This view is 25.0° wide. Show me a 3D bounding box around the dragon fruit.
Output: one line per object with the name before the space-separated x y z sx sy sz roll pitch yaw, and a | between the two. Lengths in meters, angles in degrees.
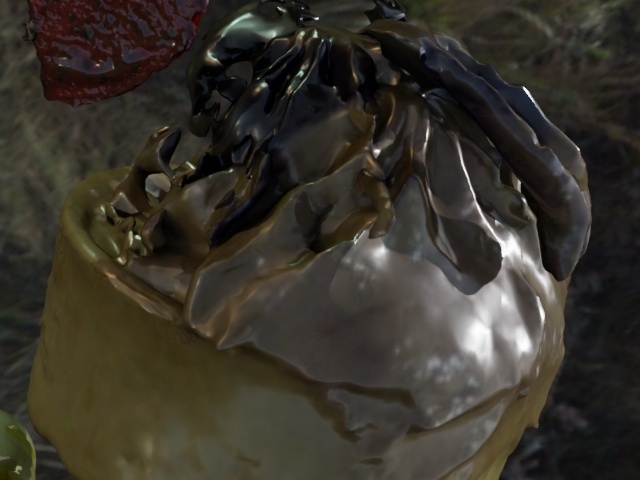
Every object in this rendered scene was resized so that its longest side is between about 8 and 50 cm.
dragon fruit | -0.101 -0.155 0.777 0.083 0.106 0.162 -58 150 -60

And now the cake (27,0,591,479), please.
cake | 0.002 -0.002 0.886 0.332 0.332 0.321 8 112 -28

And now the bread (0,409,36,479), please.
bread | -0.298 0.191 0.991 0.213 0.213 0.105 -27 121 -32
